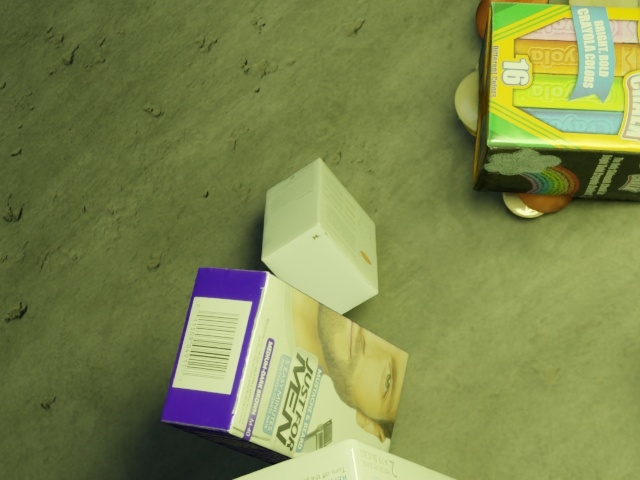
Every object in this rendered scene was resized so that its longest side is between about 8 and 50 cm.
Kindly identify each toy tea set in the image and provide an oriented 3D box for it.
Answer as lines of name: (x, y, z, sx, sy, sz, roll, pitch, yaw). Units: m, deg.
toy tea set: (0.270, -0.192, 1.811, 0.200, 0.124, 0.336, 17, 76, 6)

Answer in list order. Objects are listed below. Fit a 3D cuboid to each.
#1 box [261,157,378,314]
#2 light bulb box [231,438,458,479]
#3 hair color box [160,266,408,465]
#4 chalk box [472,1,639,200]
box: (0.000, 0.000, 1.832, 0.091, 0.130, 0.170, -31, 26, 19)
light bulb box: (0.057, 0.442, 1.516, 0.225, 0.358, 0.361, -24, 61, 24)
hair color box: (-0.031, 0.170, 1.692, 0.110, 0.339, 0.185, 4, 74, 32)
chalk box: (0.328, -0.155, 1.643, 0.289, 0.180, 0.179, 3, 75, 1)
